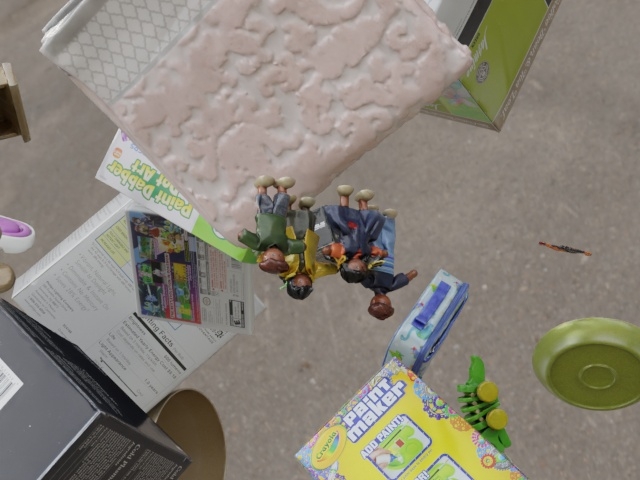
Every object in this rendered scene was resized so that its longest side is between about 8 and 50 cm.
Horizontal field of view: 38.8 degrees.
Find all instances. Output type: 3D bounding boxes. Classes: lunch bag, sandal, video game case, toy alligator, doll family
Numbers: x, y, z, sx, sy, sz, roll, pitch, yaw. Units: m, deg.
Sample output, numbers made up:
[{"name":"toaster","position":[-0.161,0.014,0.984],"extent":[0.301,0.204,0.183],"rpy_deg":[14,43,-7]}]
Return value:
[{"name":"lunch bag","position":[0.209,0.173,1.804],"extent":[0.090,0.176,0.219],"rpy_deg":[30,53,13]},{"name":"sandal","position":[-0.798,-0.083,1.891],"extent":[0.169,0.416,0.102],"rpy_deg":[-121,50,-67]},{"name":"video game case","position":[-0.186,0.044,1.318],"extent":[0.183,0.201,0.023],"rpy_deg":[9,37,9]},{"name":"toy alligator","position":[0.226,0.254,1.249],"extent":[0.051,0.189,0.056],"rpy_deg":[-19,0,-13]},{"name":"doll family","position":[0.011,0.011,0.853],"extent":[0.193,0.076,0.111],"rpy_deg":[5,65,-16]}]

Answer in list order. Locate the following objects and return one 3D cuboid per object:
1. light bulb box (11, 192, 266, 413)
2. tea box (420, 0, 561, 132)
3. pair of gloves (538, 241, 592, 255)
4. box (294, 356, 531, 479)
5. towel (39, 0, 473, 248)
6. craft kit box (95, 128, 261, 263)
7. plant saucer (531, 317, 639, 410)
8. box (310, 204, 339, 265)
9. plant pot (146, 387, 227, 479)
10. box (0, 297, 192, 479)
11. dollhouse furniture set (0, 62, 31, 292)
[{"name":"light bulb box","position":[-0.371,0.109,1.867],"extent":[0.361,0.358,0.225],"rpy_deg":[-40,18,-8]},{"name":"tea box","position":[0.217,-0.406,1.484],"extent":[0.220,0.323,0.329],"rpy_deg":[20,80,38]},{"name":"pair of gloves","position":[0.473,0.018,1.756],"extent":[0.083,0.074,0.010],"rpy_deg":[11,87,62]},{"name":"box","position":[0.155,0.340,1.120],"extent":[0.177,0.290,0.279],"rpy_deg":[-44,57,-8]},{"name":"towel","position":[-0.074,-0.184,0.897],"extent":[0.332,0.317,0.053],"rpy_deg":[-37,17,28]},{"name":"craft kit box","position":[-0.138,-0.134,1.183],"extent":[0.250,0.061,0.246],"rpy_deg":[28,98,19]},{"name":"plant saucer","position":[0.513,0.241,1.677],"extent":[0.241,0.241,0.037],"rpy_deg":[-10,37,23]},{"name":"box","position":[0.000,0.000,1.751],"extent":[0.147,0.180,0.077],"rpy_deg":[-23,75,27]},{"name":"plant pot","position":[-0.355,0.465,1.939],"extent":[0.191,0.284,0.284],"rpy_deg":[-9,39,24]},{"name":"box","position":[-0.424,0.274,1.425],"extent":[0.343,0.312,0.179],"rpy_deg":[36,81,30]},{"name":"dollhouse furniture set","position":[-0.419,-0.080,1.098],"extent":[0.161,0.212,0.242],"rpy_deg":[-17,59,-18]}]
